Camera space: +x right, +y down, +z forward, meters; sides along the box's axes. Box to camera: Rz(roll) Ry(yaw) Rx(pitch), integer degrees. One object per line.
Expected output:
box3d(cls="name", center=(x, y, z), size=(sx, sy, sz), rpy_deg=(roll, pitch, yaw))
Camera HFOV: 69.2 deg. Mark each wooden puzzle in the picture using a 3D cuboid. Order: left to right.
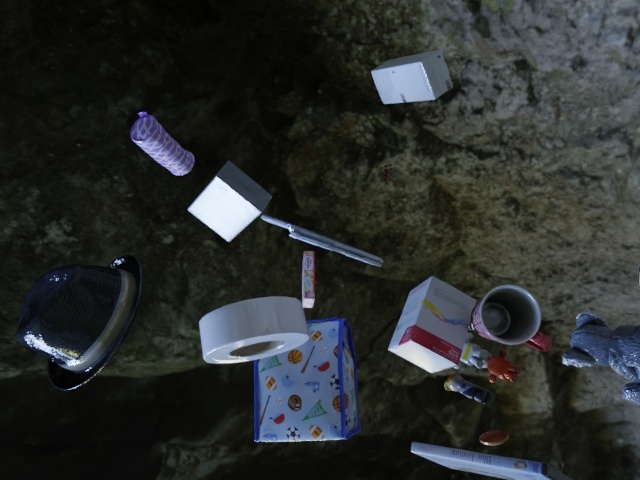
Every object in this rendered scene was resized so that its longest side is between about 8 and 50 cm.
box3d(cls="wooden puzzle", center=(0.253, -0.241, 1.677), size=(0.050, 0.006, 0.083), rpy_deg=(-9, -54, -10))

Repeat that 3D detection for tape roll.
box3d(cls="tape roll", center=(-0.177, 0.244, 1.240), size=(0.286, 0.287, 0.100), rpy_deg=(26, -135, -58))

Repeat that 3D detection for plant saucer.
box3d(cls="plant saucer", center=(0.520, 0.593, 1.391), size=(0.084, 0.084, 0.013), rpy_deg=(-10, -96, -57))

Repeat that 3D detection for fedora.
box3d(cls="fedora", center=(-0.543, 0.154, 1.013), size=(0.153, 0.334, 0.333), rpy_deg=(35, -110, -42))

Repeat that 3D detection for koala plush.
box3d(cls="koala plush", center=(0.760, 0.278, 1.200), size=(0.196, 0.221, 0.203), rpy_deg=(-56, -47, -20))

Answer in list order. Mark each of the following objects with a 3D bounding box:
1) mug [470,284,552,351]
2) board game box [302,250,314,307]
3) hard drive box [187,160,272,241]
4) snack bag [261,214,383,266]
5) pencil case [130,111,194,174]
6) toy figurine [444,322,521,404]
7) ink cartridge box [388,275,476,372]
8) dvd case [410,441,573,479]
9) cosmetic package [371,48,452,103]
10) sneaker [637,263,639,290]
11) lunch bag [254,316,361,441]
box3d(cls="mug", center=(0.379, 0.175, 0.956), size=(0.169, 0.113, 0.150), rpy_deg=(59, -174, -75))
box3d(cls="board game box", center=(-0.049, 0.157, 1.845), size=(0.146, 0.045, 0.193), rpy_deg=(101, 169, -68))
box3d(cls="hard drive box", center=(-0.300, -0.121, 1.520), size=(0.181, 0.232, 0.089), rpy_deg=(40, -134, -16))
box3d(cls="snack bag", center=(0.000, 0.000, 1.560), size=(0.323, 0.343, 0.037), rpy_deg=(18, -87, -54))
box3d(cls="pencil case", center=(-0.425, -0.257, 1.270), size=(0.206, 0.087, 0.088), rpy_deg=(51, -141, -65))
box3d(cls="toy figurine", center=(0.447, 0.331, 1.322), size=(0.210, 0.148, 0.212), rpy_deg=(-27, -66, -27))
box3d(cls="ink cartridge box", center=(0.266, 0.200, 1.104), size=(0.176, 0.128, 0.128), rpy_deg=(-63, 3, -28))
box3d(cls="dvd case", center=(0.325, 0.430, 0.882), size=(0.180, 0.253, 0.022), rpy_deg=(39, -126, -38))
box3d(cls="cosmetic package", center=(0.264, -0.477, 1.368), size=(0.086, 0.231, 0.117), rpy_deg=(-37, -64, -18))
box3d(cls="sneaker", center=(0.516, 0.071, 0.687), size=(0.083, 0.084, 0.215), rpy_deg=(-46, -58, -8))
box3d(cls="lunch bag", center=(-0.045, 0.467, 1.587), size=(0.239, 0.328, 0.384), rpy_deg=(40, -137, -68))
